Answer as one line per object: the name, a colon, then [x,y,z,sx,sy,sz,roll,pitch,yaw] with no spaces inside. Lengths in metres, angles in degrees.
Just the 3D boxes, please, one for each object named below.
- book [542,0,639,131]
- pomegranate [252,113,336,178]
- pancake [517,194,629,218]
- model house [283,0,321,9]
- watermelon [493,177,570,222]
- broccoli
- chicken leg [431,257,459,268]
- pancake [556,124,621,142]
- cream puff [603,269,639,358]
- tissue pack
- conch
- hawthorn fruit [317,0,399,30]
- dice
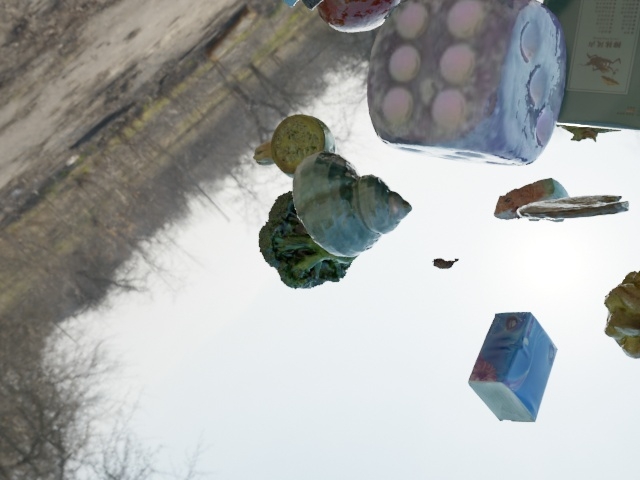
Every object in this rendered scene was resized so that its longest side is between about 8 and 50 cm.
book: [0.576,-0.418,1.239,0.264,0.379,0.031,11,-165,19]
pomegranate: [-0.063,-0.252,1.811,0.241,0.189,0.159,-34,162,11]
pancake: [0.624,-0.082,1.490,0.286,0.033,0.288,-8,-173,-21]
model house: [-0.058,-0.628,1.284,0.241,0.261,0.225,-32,-155,40]
watermelon: [0.699,-0.127,2.066,0.241,0.154,0.094,-10,-131,38]
broccoli: [0.000,0.000,1.577,0.297,0.297,0.297,11,-128,50]
chicken leg: [0.370,0.067,1.807,0.083,0.036,0.021,-1,-157,25]
pancake: [0.833,-0.349,1.589,0.427,0.066,0.304,-3,-147,16]
cream puff: [0.781,0.175,1.417,0.244,0.244,0.196,-45,160,-12]
tissue pack: [0.574,0.370,1.811,0.146,0.198,0.263,-14,-146,48]
conch: [0.043,-0.071,1.152,0.277,0.195,0.220,7,-174,37]
hawthorn fruit: [0.123,-0.707,1.666,0.301,0.254,0.254,-18,-164,4]
dice: [0.263,-0.283,1.103,0.270,0.270,0.271,13,-173,40]
